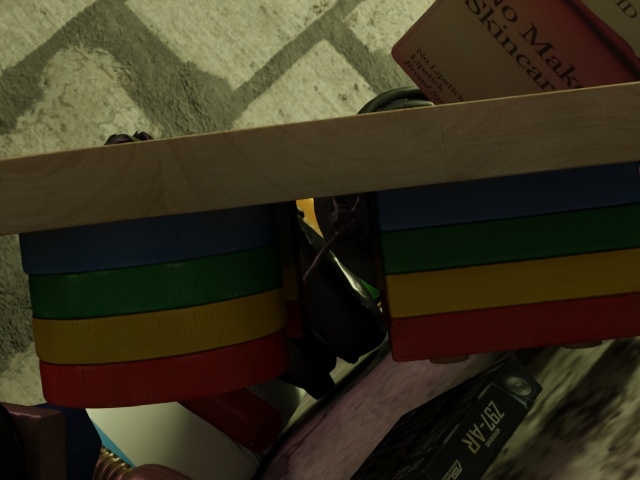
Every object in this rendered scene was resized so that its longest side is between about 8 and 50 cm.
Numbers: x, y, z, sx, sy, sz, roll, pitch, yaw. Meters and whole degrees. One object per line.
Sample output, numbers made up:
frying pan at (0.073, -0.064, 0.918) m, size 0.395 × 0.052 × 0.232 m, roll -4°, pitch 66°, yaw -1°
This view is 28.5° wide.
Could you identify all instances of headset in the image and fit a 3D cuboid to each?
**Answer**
headset at (0.006, -0.016, 0.862) m, size 0.243 × 0.185 × 0.394 m, roll -43°, pitch -9°, yaw 26°

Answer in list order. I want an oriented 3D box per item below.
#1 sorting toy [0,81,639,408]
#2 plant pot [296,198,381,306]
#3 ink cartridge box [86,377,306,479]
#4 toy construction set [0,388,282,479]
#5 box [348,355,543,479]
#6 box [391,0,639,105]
sorting toy at (0.000, 0.000, 0.507) m, size 0.255 × 0.089 × 0.257 m, roll -7°, pitch 4°, yaw 2°
plant pot at (-0.038, 0.007, 1.169) m, size 0.205 × 0.188 × 0.205 m, roll -43°, pitch 2°, yaw 2°
ink cartridge box at (-0.160, 0.178, 0.843) m, size 0.223 × 0.129 × 0.307 m, roll -43°, pitch 2°, yaw 22°
toy construction set at (-0.205, 0.119, 0.568) m, size 0.309 × 0.237 × 0.257 m, roll -33°, pitch -43°, yaw -36°
box at (0.041, 0.083, 0.487) m, size 0.067 × 0.018 × 0.083 m, roll -45°, pitch 3°, yaw -38°
box at (0.163, -0.132, 0.719) m, size 0.127 × 0.148 × 0.232 m, roll -44°, pitch 2°, yaw -20°
